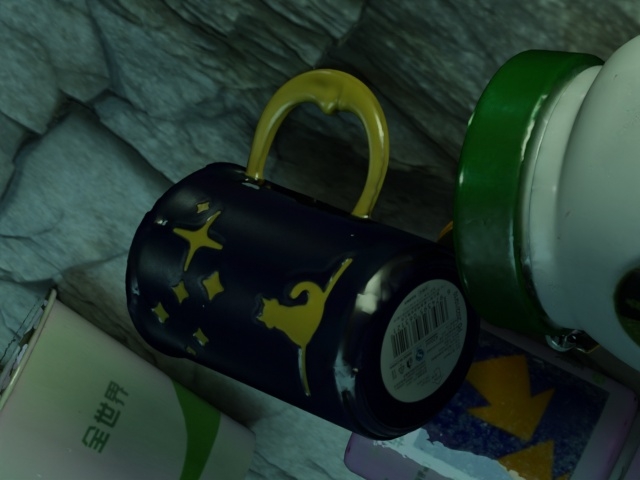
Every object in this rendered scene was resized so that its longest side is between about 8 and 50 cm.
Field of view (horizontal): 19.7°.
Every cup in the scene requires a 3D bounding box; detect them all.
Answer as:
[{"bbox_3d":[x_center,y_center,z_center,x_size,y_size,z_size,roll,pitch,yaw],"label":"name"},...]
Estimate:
[{"bbox_3d":[-0.015,0.013,1.487,0.256,0.178,0.255,19,126,41],"label":"cup"},{"bbox_3d":[-0.224,0.217,1.896,0.274,0.253,0.253,28,144,-9],"label":"cup"}]

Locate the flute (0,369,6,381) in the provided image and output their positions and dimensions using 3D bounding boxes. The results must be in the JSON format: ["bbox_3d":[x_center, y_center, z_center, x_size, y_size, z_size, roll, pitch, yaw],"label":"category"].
[{"bbox_3d":[-0.313,0.165,2.058,0.233,0.027,0.027,14,139,22],"label":"flute"}]

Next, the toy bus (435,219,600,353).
[{"bbox_3d":[0.176,0.022,1.515,0.162,0.074,0.069,33,150,-6],"label":"toy bus"}]

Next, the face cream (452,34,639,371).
[{"bbox_3d":[0.294,-0.016,1.268,0.357,0.219,0.312,9,139,32],"label":"face cream"}]

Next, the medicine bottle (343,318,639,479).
[{"bbox_3d":[0.183,0.183,1.605,0.291,0.178,0.178,26,143,8],"label":"medicine bottle"}]
